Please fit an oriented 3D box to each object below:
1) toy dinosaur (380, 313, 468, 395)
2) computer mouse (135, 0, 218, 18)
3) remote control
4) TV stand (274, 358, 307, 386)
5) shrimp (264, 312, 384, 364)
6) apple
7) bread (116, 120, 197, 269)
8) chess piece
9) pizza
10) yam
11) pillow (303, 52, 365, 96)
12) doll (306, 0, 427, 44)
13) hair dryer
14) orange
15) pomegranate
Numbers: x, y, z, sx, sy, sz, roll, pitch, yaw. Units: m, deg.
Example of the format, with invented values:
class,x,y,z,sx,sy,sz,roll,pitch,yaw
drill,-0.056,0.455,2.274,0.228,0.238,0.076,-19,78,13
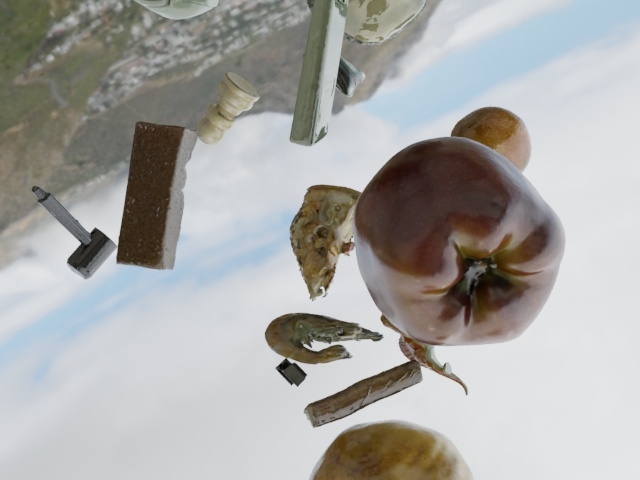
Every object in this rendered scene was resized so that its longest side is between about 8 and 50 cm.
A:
class,x,y,z,sx,sy,sz,roll,pitch,yaw
toy dinosaur,0.198,0.222,1.433,0.142,0.212,0.057,-3,-158,43
computer mouse,-0.448,-0.709,1.988,0.228,0.429,0.145,-9,133,-49
remote control,0.003,-0.284,1.068,0.038,0.285,0.123,12,-160,9
TV stand,-0.069,0.301,1.663,0.040,0.049,0.256,-44,179,-10
shrimp,0.008,0.210,1.545,0.255,0.059,0.145,10,-146,3
apple,0.185,0.003,1.016,0.288,0.288,0.317,-27,-161,2
bread,-0.468,-0.123,2.068,0.165,0.416,0.113,11,-177,17
chess piece,-0.224,-0.294,1.679,0.170,0.094,0.094,-51,-173,18
pizza,0.000,0.000,1.813,0.189,0.296,0.071,22,-175,24
yam,0.083,0.293,1.390,0.241,0.056,0.057,-22,-166,-3
pillow,0.029,-0.372,1.558,0.055,0.136,0.091,-45,-168,24
doll,0.074,-0.540,1.421,0.247,0.247,0.349,-24,-142,12
hair dryer,-0.583,-0.024,1.675,0.071,0.248,0.114,13,-121,43
orange,0.428,-0.236,1.818,0.206,0.206,0.206,-26,-166,7
pomegranate,0.168,0.563,1.578,0.410,0.410,0.410,-26,-166,7
